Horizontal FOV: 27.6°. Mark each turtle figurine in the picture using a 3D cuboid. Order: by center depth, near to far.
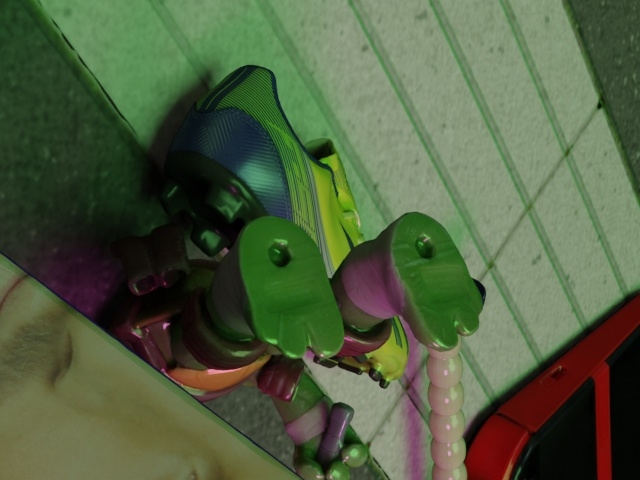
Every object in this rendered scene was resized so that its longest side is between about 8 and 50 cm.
[{"bbox_3d":[-0.043,0.104,0.699,0.198,0.266,0.275,30,53,-19],"label":"turtle figurine"}]

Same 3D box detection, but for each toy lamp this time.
[{"bbox_3d":[0.106,0.165,1.068,0.080,0.080,0.275,-26,123,-40],"label":"toy lamp"}]

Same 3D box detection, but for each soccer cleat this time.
[{"bbox_3d":[0.001,0.000,0.884,0.121,0.093,0.289,-61,139,-22],"label":"soccer cleat"}]

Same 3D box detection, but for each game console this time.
[{"bbox_3d":[0.255,0.282,1.303,0.342,0.060,0.386,-34,127,-42],"label":"game console"}]

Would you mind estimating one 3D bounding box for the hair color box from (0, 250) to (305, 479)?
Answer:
[{"bbox_3d":[-0.187,0.084,0.525,0.185,0.339,0.110,-52,175,-22],"label":"hair color box"}]
